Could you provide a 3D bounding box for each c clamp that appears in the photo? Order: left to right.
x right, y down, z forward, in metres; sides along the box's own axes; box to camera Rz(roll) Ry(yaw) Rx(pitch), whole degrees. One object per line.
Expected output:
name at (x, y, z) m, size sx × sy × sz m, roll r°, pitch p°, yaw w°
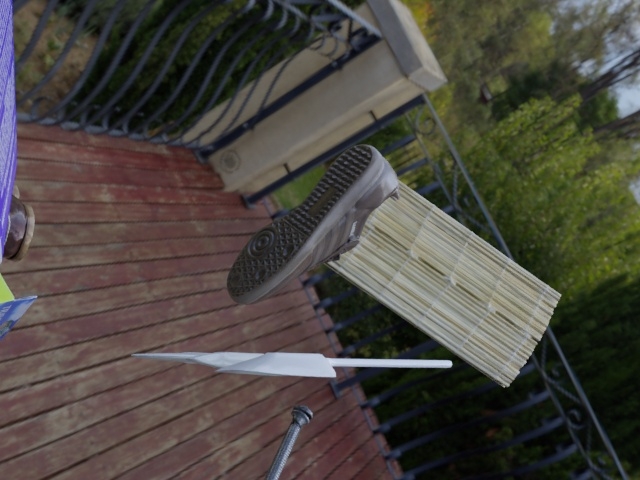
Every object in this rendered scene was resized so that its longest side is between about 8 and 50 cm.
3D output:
c clamp at (-0.041, 0.226, 0.705) m, size 0.022 × 0.137 × 0.160 m, roll 23°, pitch 47°, yaw 5°

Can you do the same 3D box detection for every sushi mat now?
sushi mat at (0.167, 0.053, 0.957) m, size 0.317 × 0.151 × 0.019 m, roll 35°, pitch -8°, yaw -8°

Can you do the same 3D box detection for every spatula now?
spatula at (-0.011, 0.106, 0.600) m, size 0.242 × 0.168 × 0.019 m, roll 11°, pitch 75°, yaw -41°

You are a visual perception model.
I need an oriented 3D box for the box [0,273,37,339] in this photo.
box at (-0.336, 0.076, 0.575) m, size 0.042 × 0.109 × 0.178 m, roll 56°, pitch 31°, yaw 12°

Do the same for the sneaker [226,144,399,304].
sneaker at (0.000, 0.000, 0.653) m, size 0.071 × 0.188 × 0.066 m, roll 43°, pitch 5°, yaw -41°

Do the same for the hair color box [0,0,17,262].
hair color box at (-0.244, -0.138, 0.325) m, size 0.185 × 0.338 × 0.110 m, roll 3°, pitch 44°, yaw -18°

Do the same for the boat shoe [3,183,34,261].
boat shoe at (-0.417, -0.034, 0.898) m, size 0.073 × 0.073 × 0.207 m, roll 24°, pitch 4°, yaw -38°
